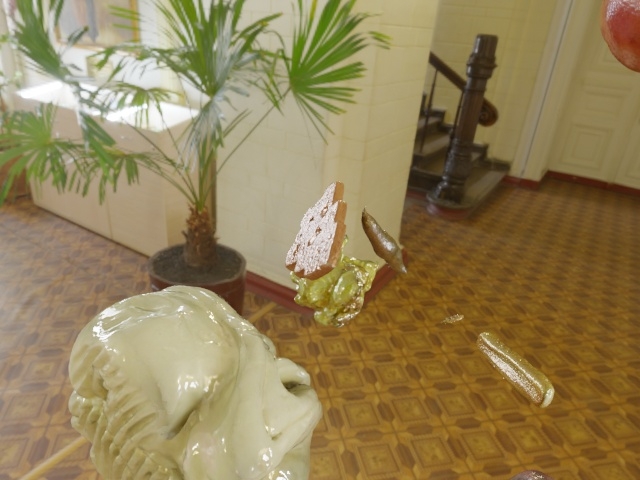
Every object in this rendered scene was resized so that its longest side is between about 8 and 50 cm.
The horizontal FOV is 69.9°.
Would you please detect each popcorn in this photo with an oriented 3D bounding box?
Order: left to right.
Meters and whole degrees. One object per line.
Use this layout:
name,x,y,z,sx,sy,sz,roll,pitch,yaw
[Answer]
popcorn,0.048,0.136,1.704,0.290,0.325,0.321,0,20,19

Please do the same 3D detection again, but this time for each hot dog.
hot dog,0.528,0.344,1.255,0.061,0.087,0.286,1,24,-18

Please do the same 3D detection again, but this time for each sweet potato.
sweet potato,0.166,0.010,1.190,0.067,0.274,0.067,-18,48,21

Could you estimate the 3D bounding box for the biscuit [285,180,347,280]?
biscuit,0.000,0.000,1.167,0.043,0.283,0.306,26,18,-22

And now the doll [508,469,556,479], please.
doll,0.463,0.586,0.887,0.152,0.196,0.255,-38,81,-17

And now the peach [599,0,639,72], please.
peach,0.790,-0.507,0.968,0.308,0.307,0.333,-20,40,-42

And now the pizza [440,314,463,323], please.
pizza,0.448,0.268,1.560,0.084,0.016,0.037,-17,6,3

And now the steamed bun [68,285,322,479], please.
steamed bun,-0.145,0.223,0.607,0.352,0.339,0.247,37,39,21
